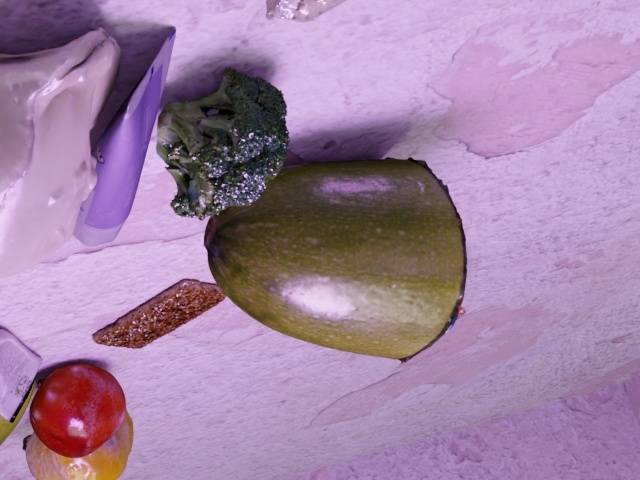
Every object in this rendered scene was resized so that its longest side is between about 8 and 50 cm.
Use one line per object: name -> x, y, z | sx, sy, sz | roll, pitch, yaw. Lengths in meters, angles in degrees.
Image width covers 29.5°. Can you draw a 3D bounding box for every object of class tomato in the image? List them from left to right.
tomato -> -0.437, 0.305, 2.206 | 0.187, 0.151, 0.187 | -36, 150, -25

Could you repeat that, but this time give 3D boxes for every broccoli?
broccoli -> -0.118, -0.114, 1.486 | 0.156, 0.195, 0.195 | 16, 157, 5

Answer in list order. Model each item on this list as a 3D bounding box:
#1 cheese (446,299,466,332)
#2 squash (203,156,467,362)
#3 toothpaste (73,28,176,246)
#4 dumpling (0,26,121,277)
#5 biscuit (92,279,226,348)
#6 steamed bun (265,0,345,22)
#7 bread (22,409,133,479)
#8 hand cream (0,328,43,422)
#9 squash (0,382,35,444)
cheese -> 0.134, 0.102, 2.248 | 0.329, 0.129, 0.217 | 25, 128, -37
squash -> -0.003, 0.024, 1.718 | 0.309, 0.310, 0.310 | 1, 151, -37
toothpaste -> -0.238, -0.106, 1.467 | 0.080, 0.125, 0.371 | 29, 147, -7
dumpling -> -0.348, -0.098, 1.328 | 0.395, 0.233, 0.315 | -48, 180, 27
biscuit -> -0.275, 0.132, 2.105 | 0.231, 0.025, 0.131 | -31, 156, 27
steamed bun -> 0.009, -0.314, 1.079 | 0.170, 0.200, 0.225 | 39, 131, -19
bread -> -0.470, 0.398, 2.386 | 0.170, 0.197, 0.197 | -20, 162, 35
hand cream -> -0.529, 0.202, 1.967 | 0.076, 0.121, 0.336 | 23, 162, 16
squash -> -0.662, 0.307, 2.149 | 0.309, 0.210, 0.233 | -52, 154, 1
